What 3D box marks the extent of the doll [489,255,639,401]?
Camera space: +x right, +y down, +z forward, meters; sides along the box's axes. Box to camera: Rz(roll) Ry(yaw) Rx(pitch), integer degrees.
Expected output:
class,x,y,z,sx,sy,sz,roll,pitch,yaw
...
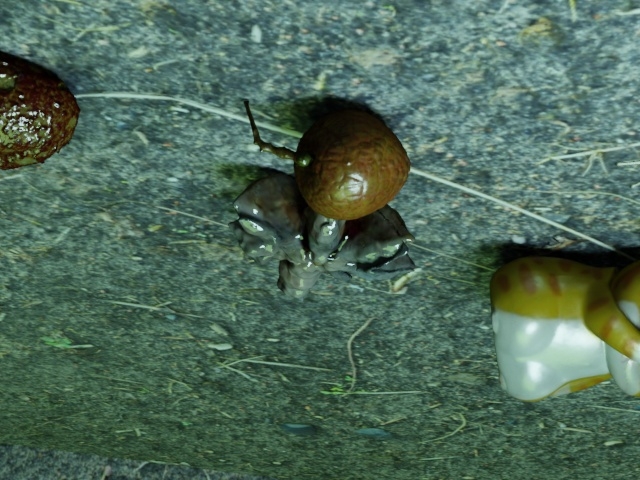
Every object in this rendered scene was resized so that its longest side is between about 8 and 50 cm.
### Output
class,x,y,z,sx,sy,sz,roll,pitch,yaw
doll,0.304,0.093,1.637,0.269,0.162,0.167,5,129,20

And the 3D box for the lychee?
class,x,y,z,sx,sy,sz,roll,pitch,yaw
lychee,0.012,-0.070,1.379,0.140,0.114,0.101,-11,128,-5

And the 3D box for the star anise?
class,x,y,z,sx,sy,sz,roll,pitch,yaw
star anise,0.000,0.000,1.573,0.229,0.093,0.236,15,156,-18

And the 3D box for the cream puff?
class,x,y,z,sx,sy,sz,roll,pitch,yaw
cream puff,-0.298,-0.111,1.391,0.149,0.084,0.149,8,159,3
